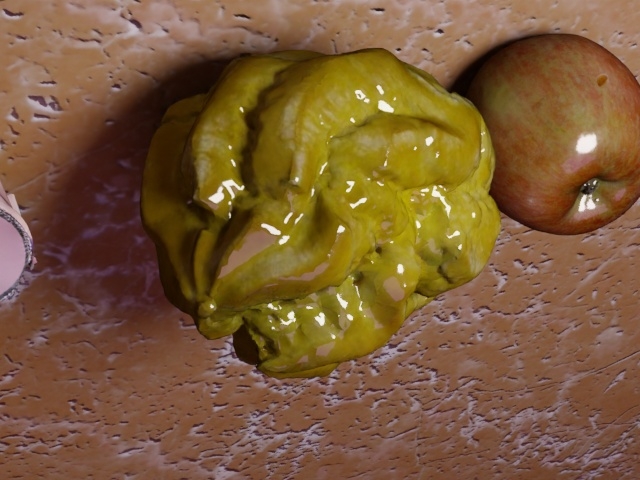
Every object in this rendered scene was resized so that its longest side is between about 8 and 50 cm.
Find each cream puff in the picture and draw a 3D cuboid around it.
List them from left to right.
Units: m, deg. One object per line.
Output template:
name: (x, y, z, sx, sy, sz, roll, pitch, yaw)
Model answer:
cream puff: (0.001, 0.001, 1.114, 0.291, 0.257, 0.324, -5, 144, 21)

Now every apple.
apple: (0.230, -0.100, 1.223, 0.188, 0.174, 0.188, -13, 137, -12)

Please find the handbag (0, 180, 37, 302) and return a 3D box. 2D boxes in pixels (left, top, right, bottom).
handbag: (-0.356, -0.018, 1.067, 0.205, 0.116, 0.179, -14, 141, -13)
